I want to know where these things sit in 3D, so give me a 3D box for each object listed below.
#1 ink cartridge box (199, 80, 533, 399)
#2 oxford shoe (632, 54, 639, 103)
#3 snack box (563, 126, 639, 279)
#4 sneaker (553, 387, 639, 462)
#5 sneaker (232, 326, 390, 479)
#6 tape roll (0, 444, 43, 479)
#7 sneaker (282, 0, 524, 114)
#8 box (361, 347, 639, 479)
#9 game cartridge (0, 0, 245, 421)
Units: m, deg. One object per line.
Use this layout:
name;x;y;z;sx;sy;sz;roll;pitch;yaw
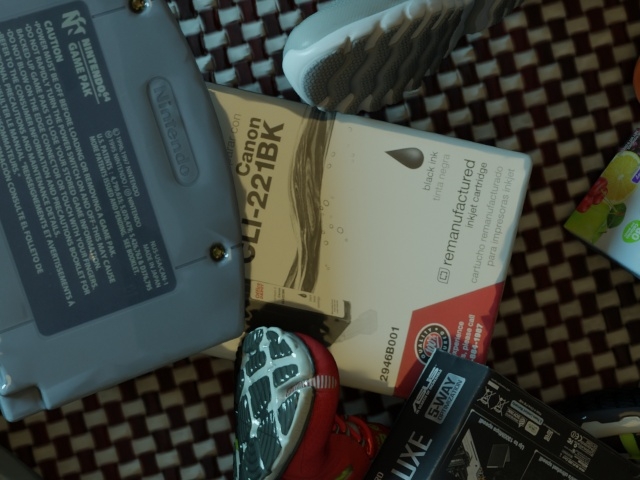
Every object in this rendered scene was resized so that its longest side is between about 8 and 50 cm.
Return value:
ink cartridge box;0.000;0.000;1.019;0.272;0.114;0.197;13;93;-1
oxford shoe;0.398;-0.213;1.023;0.363;0.133;0.130;-36;101;19
snack box;0.265;-0.015;1.016;0.037;0.141;0.100;34;93;-42
sneaker;0.295;0.169;1.047;0.234;0.084;0.097;1;94;-1
sneaker;-0.002;0.142;0.969;0.118;0.279;0.107;-4;60;-8
tape roll;-0.301;0.236;0.960;0.246;0.246;0.169;37;92;-2
sneaker;0.059;-0.186;0.986;0.115;0.105;0.281;44;50;13
box;0.151;0.257;0.964;0.307;0.076;0.242;33;82;-25
game cartridge;-0.163;-0.051;0.896;0.198;0.062;0.297;-20;100;-22
